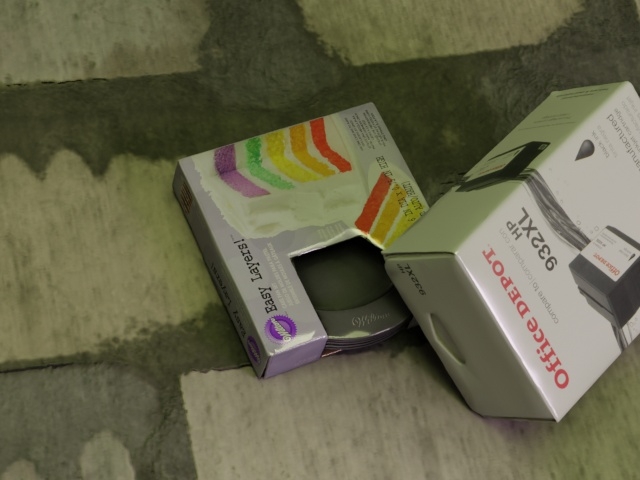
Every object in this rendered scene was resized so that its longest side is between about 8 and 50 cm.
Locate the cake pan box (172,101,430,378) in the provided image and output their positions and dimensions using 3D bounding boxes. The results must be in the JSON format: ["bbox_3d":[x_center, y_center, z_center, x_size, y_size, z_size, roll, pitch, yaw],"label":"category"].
[{"bbox_3d":[0.000,0.000,1.860,0.246,0.070,0.267,-17,66,-17],"label":"cake pan box"}]

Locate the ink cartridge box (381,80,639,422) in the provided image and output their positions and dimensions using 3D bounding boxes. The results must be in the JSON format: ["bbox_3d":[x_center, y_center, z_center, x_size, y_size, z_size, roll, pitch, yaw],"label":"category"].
[{"bbox_3d":[0.247,0.011,1.810,0.307,0.129,0.223,-42,111,-28],"label":"ink cartridge box"}]
